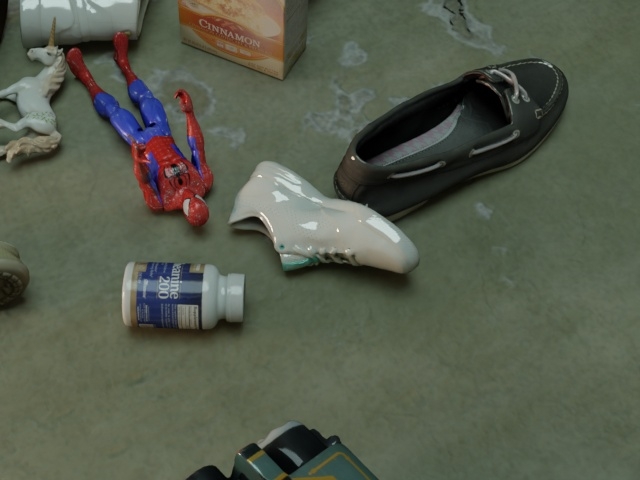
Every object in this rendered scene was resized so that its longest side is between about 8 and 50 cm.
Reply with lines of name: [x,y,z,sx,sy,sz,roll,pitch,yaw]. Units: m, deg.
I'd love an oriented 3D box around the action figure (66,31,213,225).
action figure: [-0.193,-0.139,1.308,0.091,0.139,0.280,-25,62,-17]

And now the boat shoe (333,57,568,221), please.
boat shoe: [0.159,-0.129,1.337,0.335,0.095,0.112,-32,62,-22]

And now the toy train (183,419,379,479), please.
toy train: [0.026,0.297,1.016,0.190,0.142,0.334,-29,59,-35]

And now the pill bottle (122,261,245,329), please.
pill bottle: [-0.137,0.056,1.210,0.120,0.067,0.067,2,55,-1]

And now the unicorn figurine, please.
unicorn figurine: [-0.335,-0.160,1.366,0.111,0.060,0.162,-15,73,-14]

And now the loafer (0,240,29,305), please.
loafer: [-0.427,0.014,1.204,0.268,0.102,0.092,1,61,-1]

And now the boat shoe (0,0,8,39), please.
boat shoe: [-0.446,-0.212,1.363,0.098,0.109,0.302,15,61,6]

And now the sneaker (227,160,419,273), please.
sneaker: [0.000,0.000,1.262,0.212,0.080,0.094,26,69,23]

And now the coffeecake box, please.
coffeecake box: [-0.090,-0.292,1.385,0.142,0.185,0.068,22,57,13]

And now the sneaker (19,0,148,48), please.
sneaker: [-0.282,-0.359,1.482,0.169,0.108,0.293,-2,63,-8]
